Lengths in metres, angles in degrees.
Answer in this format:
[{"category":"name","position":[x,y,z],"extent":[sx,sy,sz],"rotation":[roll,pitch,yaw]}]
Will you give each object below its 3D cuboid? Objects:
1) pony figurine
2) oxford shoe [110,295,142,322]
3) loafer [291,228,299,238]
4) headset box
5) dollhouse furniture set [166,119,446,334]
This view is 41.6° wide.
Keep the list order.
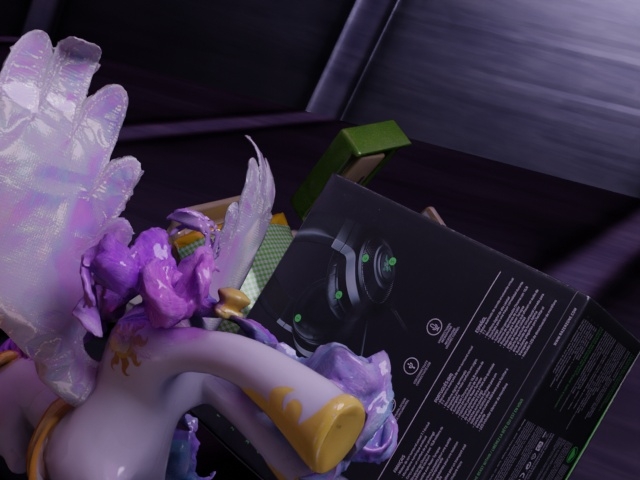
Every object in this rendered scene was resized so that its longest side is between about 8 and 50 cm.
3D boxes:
[{"category":"pony figurine","position":[-0.120,0.083,0.574],"extent":[0.363,0.351,0.303],"rotation":[30,2,38]},{"category":"oxford shoe","position":[-0.381,0.044,0.850],"extent":[0.449,0.130,0.169],"rotation":[16,-18,-28]},{"category":"loafer","position":[0.022,0.038,1.134],"extent":[0.092,0.102,0.268],"rotation":[18,18,35]},{"category":"headset box","position":[0.060,0.110,0.684],"extent":[0.283,0.246,0.131],"rotation":[29,-3,42]},{"category":"dollhouse furniture set","position":[0.000,0.000,0.973],"extent":[0.301,0.151,0.197],"rotation":[-17,69,-42]}]
